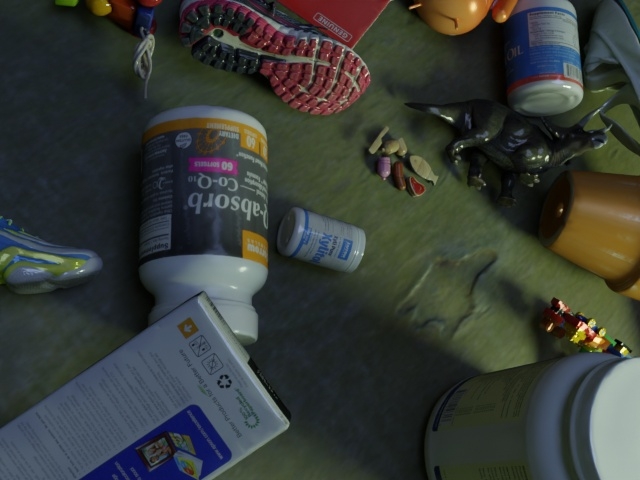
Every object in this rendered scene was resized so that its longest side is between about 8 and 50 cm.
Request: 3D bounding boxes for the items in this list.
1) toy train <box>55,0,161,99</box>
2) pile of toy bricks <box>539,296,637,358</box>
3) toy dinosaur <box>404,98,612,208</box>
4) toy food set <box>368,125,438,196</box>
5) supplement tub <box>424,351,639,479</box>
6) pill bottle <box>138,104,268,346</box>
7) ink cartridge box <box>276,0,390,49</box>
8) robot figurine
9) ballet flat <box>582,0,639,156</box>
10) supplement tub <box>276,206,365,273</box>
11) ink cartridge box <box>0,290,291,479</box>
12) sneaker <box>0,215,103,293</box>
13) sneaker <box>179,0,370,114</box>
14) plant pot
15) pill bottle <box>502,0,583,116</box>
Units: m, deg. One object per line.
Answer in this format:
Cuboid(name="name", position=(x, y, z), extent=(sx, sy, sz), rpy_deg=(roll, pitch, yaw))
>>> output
Cuboid(name="toy train", position=(-0.280, -0.311, 1.188), extent=(0.143, 0.105, 0.248), rpy_deg=(9, 71, -14))
Cuboid(name="pile of toy bricks", position=(0.409, 0.186, 1.410), extent=(0.212, 0.118, 0.105), rpy_deg=(36, 89, -32))
Cuboid(name="toy dinosaur", position=(0.283, -0.157, 1.440), extent=(0.313, 0.121, 0.160), rpy_deg=(19, 57, 10))
Cuboid(name="toy food set", position=(0.120, -0.111, 1.383), extent=(0.122, 0.019, 0.078), rpy_deg=(46, 60, -18))
Cuboid(name="supplement tub", position=(0.312, 0.273, 1.188), extent=(0.235, 0.325, 0.235), rpy_deg=(8, 72, -26))
Cuboid(name="pill bottle", position=(-0.144, -0.012, 1.128), extent=(0.162, 0.162, 0.278), rpy_deg=(6, 72, -26))
Cuboid(name="ink cartridge box", position=(-0.001, -0.457, 1.354), extent=(0.296, 0.066, 0.261), rpy_deg=(34, 60, 2))
Cuboid(name="robot figurine", position=(0.230, -0.420, 1.472), extent=(0.158, 0.128, 0.219), rpy_deg=(51, 57, -22))
Cuboid(name="ballet flat", position=(0.526, -0.269, 1.563), extent=(0.139, 0.139, 0.400), rpy_deg=(5, 49, -27))
Cuboid(name="supplement tub", position=(0.000, 0.000, 1.254), extent=(0.107, 0.071, 0.071), rpy_deg=(16, 68, -22))
Cuboid(name="ink cartridge box", position=(-0.232, 0.230, 1.005), extent=(0.371, 0.069, 0.176), rpy_deg=(-34, 93, 0))
Cuboid(name="sneaker", position=(-0.374, -0.003, 1.045), extent=(0.240, 0.091, 0.126), rpy_deg=(-3, 76, -28))
Cuboid(name="sneaker", position=(-0.057, -0.281, 1.288), extent=(0.299, 0.121, 0.112), rpy_deg=(23, 35, -29))
Cuboid(name="plant pot", position=(0.458, -0.026, 1.445), extent=(0.188, 0.205, 0.205), rpy_deg=(16, 67, -6))
Cuboid(name="pill bottle", position=(0.366, -0.330, 1.517), extent=(0.124, 0.124, 0.221), rpy_deg=(9, 70, -26))
